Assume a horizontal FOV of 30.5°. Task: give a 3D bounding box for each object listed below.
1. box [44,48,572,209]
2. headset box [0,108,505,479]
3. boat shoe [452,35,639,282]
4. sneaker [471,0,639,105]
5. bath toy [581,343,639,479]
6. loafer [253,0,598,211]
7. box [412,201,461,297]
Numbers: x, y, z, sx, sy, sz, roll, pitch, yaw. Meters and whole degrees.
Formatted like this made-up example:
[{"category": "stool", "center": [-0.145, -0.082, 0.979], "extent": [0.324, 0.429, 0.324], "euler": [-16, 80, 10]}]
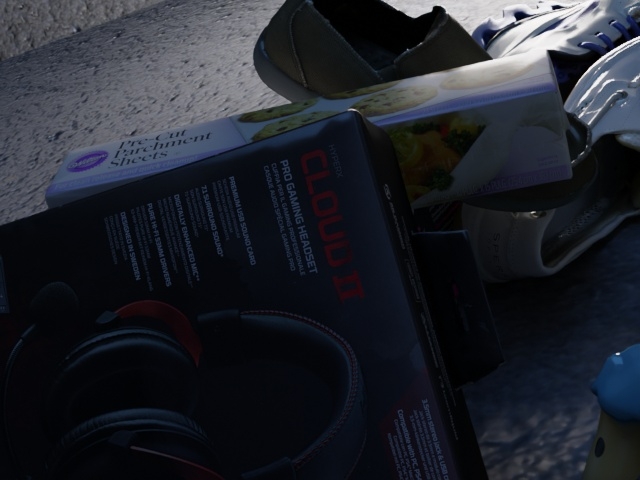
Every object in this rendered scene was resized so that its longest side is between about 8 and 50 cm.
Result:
[{"category": "box", "center": [-0.008, -0.048, 0.736], "extent": [0.324, 0.063, 0.067], "euler": [-10, 29, 12]}, {"category": "headset box", "center": [-0.049, 0.070, 0.647], "extent": [0.293, 0.218, 0.110], "euler": [-16, -8, 12]}, {"category": "boat shoe", "center": [0.221, -0.059, 0.874], "extent": [0.277, 0.098, 0.096], "euler": [-44, 31, -23]}, {"category": "sneaker", "center": [0.273, -0.162, 1.030], "extent": [0.315, 0.127, 0.182], "euler": [-20, 26, 22]}, {"category": "bath toy", "center": [0.154, 0.171, 0.388], "extent": [0.151, 0.129, 0.348], "euler": [-16, 25, 14]}, {"category": "loafer", "center": [0.074, -0.102, 0.786], "extent": [0.251, 0.087, 0.094], "euler": [24, 48, 4]}, {"category": "box", "center": [0.000, 0.000, 0.872], "extent": [0.163, 0.142, 0.247], "euler": [1, 32, 41]}]
